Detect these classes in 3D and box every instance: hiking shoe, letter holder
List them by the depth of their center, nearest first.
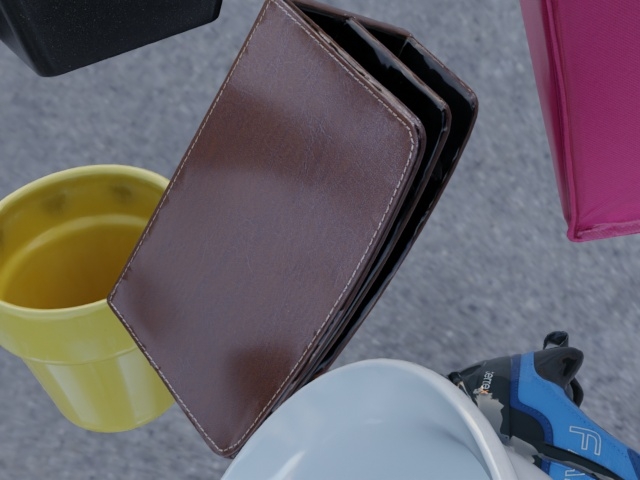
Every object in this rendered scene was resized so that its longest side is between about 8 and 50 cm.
[{"bbox_3d":[0.154,0.178,0.753,0.132,0.113,0.304,-21,56,-10],"label":"hiking shoe"},{"bbox_3d":[0.000,0.000,1.047,0.214,0.152,0.302,48,118,38],"label":"letter holder"}]

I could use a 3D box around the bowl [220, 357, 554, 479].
[{"bbox_3d":[0.035,0.205,0.511,0.298,0.134,0.298,-48,29,38],"label":"bowl"}]

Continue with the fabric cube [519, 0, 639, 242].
[{"bbox_3d":[0.235,-0.185,0.756,0.259,0.254,0.258,-8,58,8],"label":"fabric cube"}]

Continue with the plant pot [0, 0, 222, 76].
[{"bbox_3d":[-0.156,-0.213,0.855,0.187,0.167,0.188,-24,34,-21],"label":"plant pot"}]

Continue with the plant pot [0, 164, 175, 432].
[{"bbox_3d":[-0.250,0.082,1.540,0.254,0.239,0.254,-5,40,4],"label":"plant pot"}]
